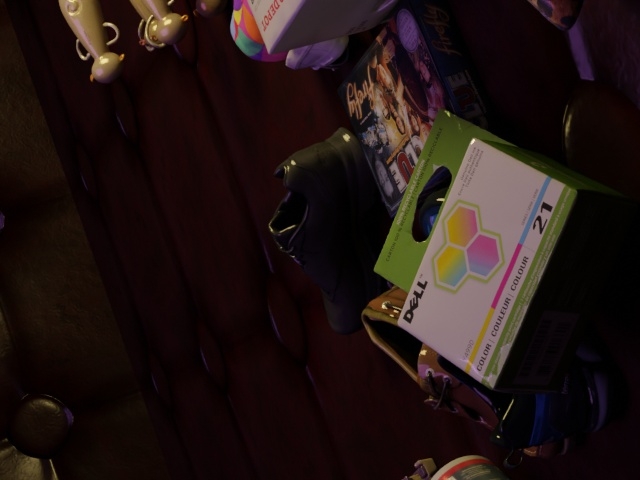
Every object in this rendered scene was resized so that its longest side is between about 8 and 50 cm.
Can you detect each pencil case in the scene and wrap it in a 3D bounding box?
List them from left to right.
[{"bbox_3d":[-0.052,-0.314,1.606,0.104,0.104,0.236,61,158,26],"label":"pencil case"}]

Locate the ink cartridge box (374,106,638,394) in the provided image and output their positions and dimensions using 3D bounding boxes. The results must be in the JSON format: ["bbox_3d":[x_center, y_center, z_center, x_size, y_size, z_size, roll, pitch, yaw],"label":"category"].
[{"bbox_3d":[0.132,-0.002,1.244,0.255,0.097,0.188,33,108,43],"label":"ink cartridge box"}]

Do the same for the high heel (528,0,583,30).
[{"bbox_3d":[0.172,-0.307,1.045,0.186,0.093,0.261,121,137,-72],"label":"high heel"}]

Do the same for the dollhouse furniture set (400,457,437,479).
[{"bbox_3d":[0.121,0.353,1.758,0.114,0.081,0.091,64,158,19],"label":"dollhouse furniture set"}]

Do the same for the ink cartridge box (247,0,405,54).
[{"bbox_3d":[0.000,-0.335,1.360,0.232,0.168,0.171,68,158,8],"label":"ink cartridge box"}]

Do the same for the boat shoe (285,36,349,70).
[{"bbox_3d":[0.003,-0.224,1.596,0.063,0.066,0.184,30,173,-3],"label":"boat shoe"}]

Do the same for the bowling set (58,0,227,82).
[{"bbox_3d":[-0.200,-0.343,1.930,0.287,0.200,0.154,-27,85,27],"label":"bowling set"}]

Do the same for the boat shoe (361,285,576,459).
[{"bbox_3d":[0.151,0.147,1.474,0.307,0.104,0.110,42,145,53],"label":"boat shoe"}]

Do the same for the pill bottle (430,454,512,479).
[{"bbox_3d":[0.198,0.324,1.501,0.180,0.108,0.108,41,144,54],"label":"pill bottle"}]

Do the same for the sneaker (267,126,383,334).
[{"bbox_3d":[0.000,0.000,1.703,0.109,0.130,0.286,40,144,51],"label":"sneaker"}]

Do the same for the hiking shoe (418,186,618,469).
[{"bbox_3d":[0.163,0.068,1.338,0.304,0.132,0.113,58,155,33],"label":"hiking shoe"}]

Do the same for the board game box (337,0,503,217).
[{"bbox_3d":[0.099,-0.137,1.456,0.165,0.042,0.243,68,159,10],"label":"board game box"}]
